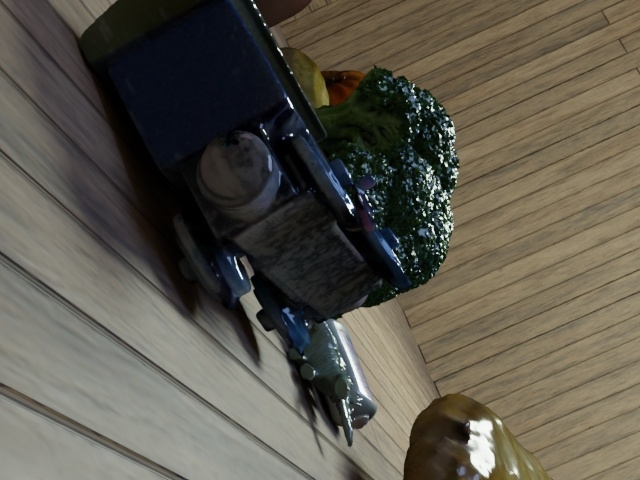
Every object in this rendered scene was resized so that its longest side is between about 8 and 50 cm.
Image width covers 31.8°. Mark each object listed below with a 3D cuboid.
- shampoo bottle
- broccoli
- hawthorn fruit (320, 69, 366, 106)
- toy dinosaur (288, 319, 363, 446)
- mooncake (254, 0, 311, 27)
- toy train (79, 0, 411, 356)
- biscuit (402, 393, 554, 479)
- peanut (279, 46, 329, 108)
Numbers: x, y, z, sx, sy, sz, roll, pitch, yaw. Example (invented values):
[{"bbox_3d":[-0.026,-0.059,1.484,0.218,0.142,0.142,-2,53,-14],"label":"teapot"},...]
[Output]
[{"bbox_3d":[0.020,0.130,1.051,0.072,0.043,0.099,56,11,-61],"label":"shampoo bottle"},{"bbox_3d":[0.026,-0.046,1.144,0.242,0.261,0.269,26,5,-4],"label":"broccoli"},{"bbox_3d":[0.034,-0.198,2.051,0.196,0.197,0.225,-108,-176,-55],"label":"hawthorn fruit"},{"bbox_3d":[-0.004,0.092,0.987,0.082,0.039,0.209,59,8,-56],"label":"toy dinosaur"},{"bbox_3d":[-0.126,-0.485,1.788,0.326,0.174,0.334,54,14,-58],"label":"mooncake"},{"bbox_3d":[-0.043,-0.042,0.784,0.202,0.131,0.299,60,2,21],"label":"toy train"},{"bbox_3d":[0.186,0.365,1.067,0.446,0.104,0.429,47,30,-44],"label":"biscuit"},{"bbox_3d":[-0.034,-0.191,1.679,0.120,0.110,0.236,74,-2,-55],"label":"peanut"}]
